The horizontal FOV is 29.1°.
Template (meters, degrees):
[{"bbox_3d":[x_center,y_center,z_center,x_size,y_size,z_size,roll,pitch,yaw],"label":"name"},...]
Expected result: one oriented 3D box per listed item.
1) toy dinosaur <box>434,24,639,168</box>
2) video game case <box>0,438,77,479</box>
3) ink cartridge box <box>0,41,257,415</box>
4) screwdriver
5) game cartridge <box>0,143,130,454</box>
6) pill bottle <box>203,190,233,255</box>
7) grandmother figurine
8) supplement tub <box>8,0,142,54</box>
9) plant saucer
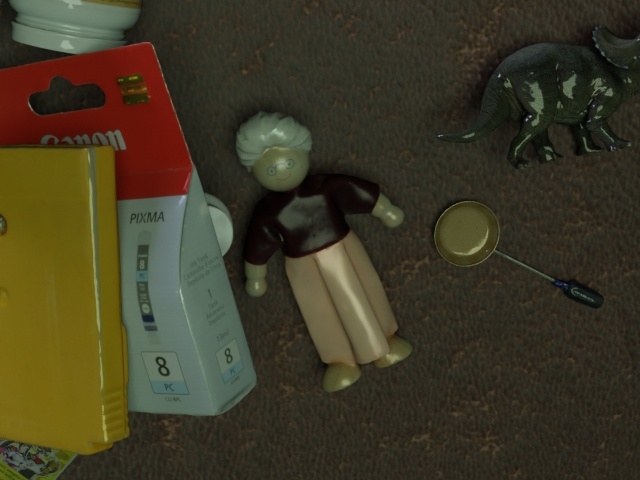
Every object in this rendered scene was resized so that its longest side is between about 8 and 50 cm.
[{"bbox_3d":[0.279,-0.174,1.466,0.314,0.121,0.160,-10,93,-2],"label":"toy dinosaur"},{"bbox_3d":[-0.455,0.241,1.479,0.275,0.035,0.248,40,95,-15],"label":"video game case"},{"bbox_3d":[-0.255,0.000,1.329,0.308,0.091,0.385,-3,111,36],"label":"ink cartridge box"},{"bbox_3d":[0.281,0.047,1.556,0.170,0.024,0.025,22,128,-7],"label":"screwdriver"},{"bbox_3d":[-0.325,0.057,1.331,0.285,0.053,0.323,4,100,35],"label":"game cartridge"},{"bbox_3d":[-0.149,-0.018,1.396,0.086,0.152,0.086,-3,100,-18],"label":"pill bottle"},{"bbox_3d":[0.000,0.000,1.459,0.208,0.104,0.342,-29,109,-10],"label":"grandmother figurine"},{"bbox_3d":[-0.256,-0.305,1.317,0.144,0.144,0.199,8,102,-11],"label":"supplement tub"},{"bbox_3d":[0.180,-0.010,1.525,0.083,0.015,0.083,-2,105,-9],"label":"plant saucer"}]
